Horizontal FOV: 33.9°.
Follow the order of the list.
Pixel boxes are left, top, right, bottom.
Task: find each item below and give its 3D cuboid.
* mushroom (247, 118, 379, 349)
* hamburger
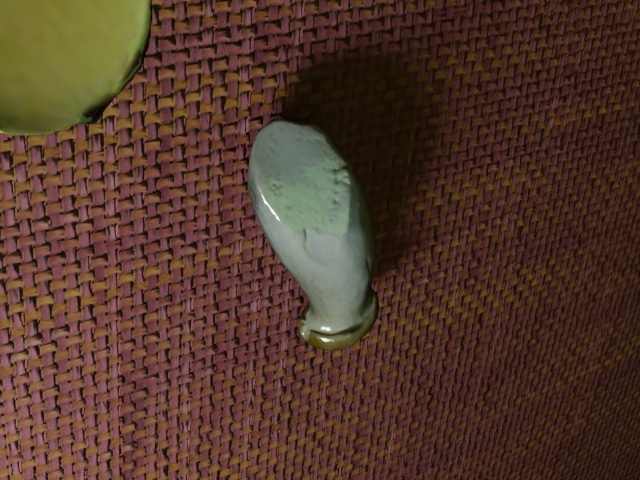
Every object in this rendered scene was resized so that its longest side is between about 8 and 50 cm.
[{"bbox_3d":[0.000,0.000,1.220,0.128,0.128,0.350,-33,139,-17],"label":"mushroom"},{"bbox_3d":[-0.261,-0.197,0.840,0.237,0.149,0.237,-23,125,-37],"label":"hamburger"}]
